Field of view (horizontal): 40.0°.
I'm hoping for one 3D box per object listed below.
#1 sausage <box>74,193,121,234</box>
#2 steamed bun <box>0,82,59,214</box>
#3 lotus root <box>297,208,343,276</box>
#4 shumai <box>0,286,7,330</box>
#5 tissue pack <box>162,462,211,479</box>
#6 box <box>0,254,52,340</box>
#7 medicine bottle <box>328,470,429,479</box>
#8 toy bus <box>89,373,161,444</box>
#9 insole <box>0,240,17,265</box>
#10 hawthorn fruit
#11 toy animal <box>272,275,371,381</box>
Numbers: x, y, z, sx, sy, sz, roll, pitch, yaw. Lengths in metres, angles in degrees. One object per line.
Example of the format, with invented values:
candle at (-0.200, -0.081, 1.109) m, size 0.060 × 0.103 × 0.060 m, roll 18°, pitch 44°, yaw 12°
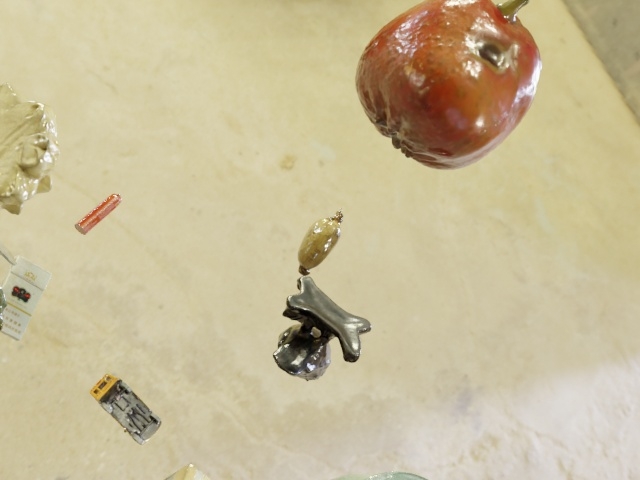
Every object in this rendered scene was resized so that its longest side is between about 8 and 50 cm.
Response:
sausage at (-0.494, -0.064, 1.975) m, size 0.034 × 0.034 × 0.129 m, roll 44°, pitch 59°, yaw -2°
steamed bun at (-0.659, -0.179, 1.818) m, size 0.137 × 0.296 × 0.292 m, roll 53°, pitch 31°, yaw -64°
lotus root at (0.000, 0.000, 1.704) m, size 0.063 × 0.072 × 0.152 m, roll 34°, pitch 87°, yaw 13°
shumai at (-0.548, 0.146, 1.187) m, size 0.292 × 0.330 × 0.288 m, roll 19°, pitch 70°, yaw 30°
tissue pack at (-0.226, 0.430, 1.189) m, size 0.090 × 0.186 × 0.222 m, roll 45°, pitch 13°, yaw -17°
box at (-0.660, 0.125, 1.916) m, size 0.090 × 0.024 × 0.166 m, roll 38°, pitch 58°, yaw -34°
medicine bottle at (0.062, 0.442, 1.208) m, size 0.245 × 0.290 × 0.244 m, roll 9°, pitch 62°, yaw -17°
toy bus at (-0.408, 0.354, 1.844) m, size 0.069 × 0.074 × 0.162 m, roll -48°, pitch 126°, yaw -22°
insole at (-0.408, -0.034, 1.008) m, size 0.006 × 0.193 × 0.065 m, roll -37°, pitch 47°, yaw -9°
hawthorn fruit at (0.155, -0.197, 0.795) m, size 0.165 × 0.285 × 0.165 m, roll 37°, pitch 8°, yaw -6°
toy animal at (-0.020, 0.158, 1.168) m, size 0.121 × 0.210 × 0.117 m, roll 32°, pitch 54°, yaw 7°
